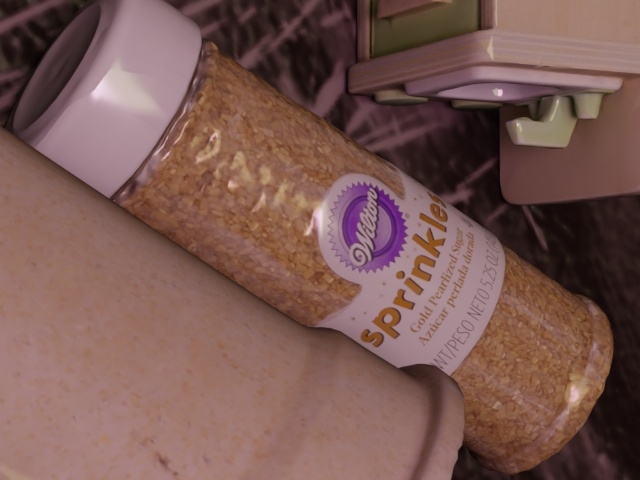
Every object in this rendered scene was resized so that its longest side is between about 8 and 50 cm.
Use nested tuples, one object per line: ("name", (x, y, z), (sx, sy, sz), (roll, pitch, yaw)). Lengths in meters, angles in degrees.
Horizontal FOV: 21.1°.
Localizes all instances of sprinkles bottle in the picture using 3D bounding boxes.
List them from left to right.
("sprinkles bottle", (0.000, 0.000, 0.957), (0.355, 0.121, 0.121), (33, 72, -23))

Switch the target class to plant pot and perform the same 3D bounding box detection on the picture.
("plant pot", (-0.157, 0.089, 0.779), (0.305, 0.334, 0.334), (42, 68, -8))

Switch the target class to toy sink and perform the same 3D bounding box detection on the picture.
("toy sink", (0.105, -0.141, 1.006), (0.131, 0.153, 0.234), (1, 87, -28))
